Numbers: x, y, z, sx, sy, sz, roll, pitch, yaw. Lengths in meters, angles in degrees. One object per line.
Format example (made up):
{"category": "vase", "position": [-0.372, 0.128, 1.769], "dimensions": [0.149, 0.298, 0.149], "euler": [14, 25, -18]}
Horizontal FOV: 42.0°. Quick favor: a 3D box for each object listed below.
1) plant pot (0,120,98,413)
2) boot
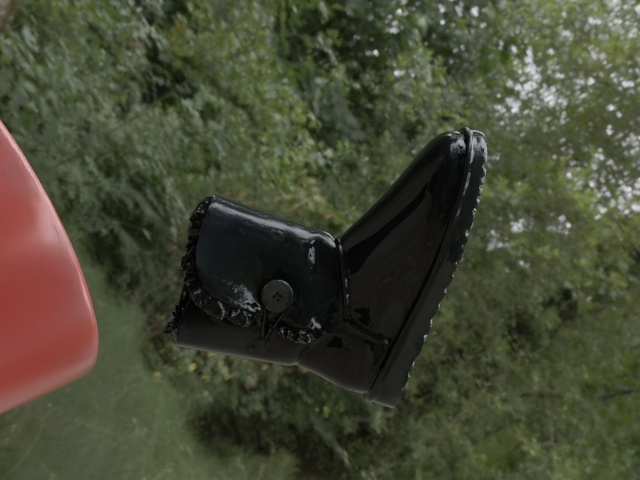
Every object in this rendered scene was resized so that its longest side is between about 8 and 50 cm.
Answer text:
{"category": "plant pot", "position": [-0.326, 0.040, 0.562], "dimensions": [0.275, 0.243, 0.275], "euler": [34, -39, 33]}
{"category": "boot", "position": [0.000, 0.000, 0.666], "dimensions": [0.207, 0.246, 0.094], "euler": [19, 14, -4]}
